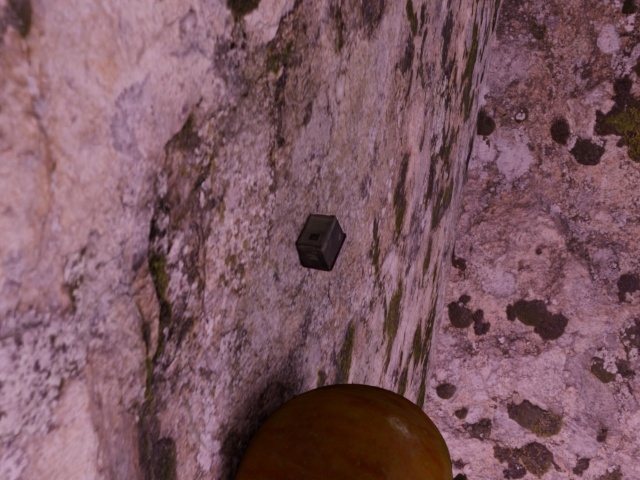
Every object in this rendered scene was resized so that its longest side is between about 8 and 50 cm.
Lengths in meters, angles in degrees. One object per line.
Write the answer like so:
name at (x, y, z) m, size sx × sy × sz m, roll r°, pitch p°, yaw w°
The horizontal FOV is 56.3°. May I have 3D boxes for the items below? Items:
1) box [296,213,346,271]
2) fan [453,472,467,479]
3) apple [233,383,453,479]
box at (0.000, 0.000, 1.023) m, size 0.084 × 0.060 × 0.063 m, roll -64°, pitch 148°, yaw -33°
fan at (0.172, 0.497, 0.899) m, size 0.329 × 0.009 × 0.190 m, roll -60°, pitch 170°, yaw -50°
apple at (0.028, 0.422, 0.982) m, size 0.400 × 0.334 × 0.400 m, roll -60°, pitch 171°, yaw -16°
